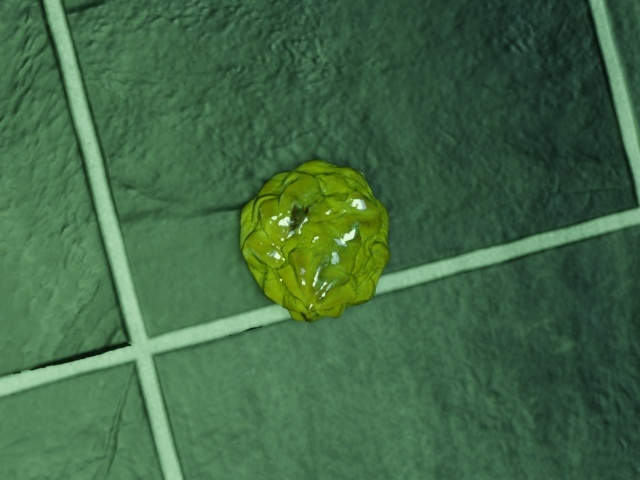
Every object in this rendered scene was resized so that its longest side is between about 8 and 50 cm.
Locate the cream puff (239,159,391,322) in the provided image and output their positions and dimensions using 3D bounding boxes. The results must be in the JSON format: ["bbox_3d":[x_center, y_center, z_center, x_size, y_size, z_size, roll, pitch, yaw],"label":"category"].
[{"bbox_3d":[0.000,0.000,1.300,0.146,0.116,0.146,0,90,-12],"label":"cream puff"}]
